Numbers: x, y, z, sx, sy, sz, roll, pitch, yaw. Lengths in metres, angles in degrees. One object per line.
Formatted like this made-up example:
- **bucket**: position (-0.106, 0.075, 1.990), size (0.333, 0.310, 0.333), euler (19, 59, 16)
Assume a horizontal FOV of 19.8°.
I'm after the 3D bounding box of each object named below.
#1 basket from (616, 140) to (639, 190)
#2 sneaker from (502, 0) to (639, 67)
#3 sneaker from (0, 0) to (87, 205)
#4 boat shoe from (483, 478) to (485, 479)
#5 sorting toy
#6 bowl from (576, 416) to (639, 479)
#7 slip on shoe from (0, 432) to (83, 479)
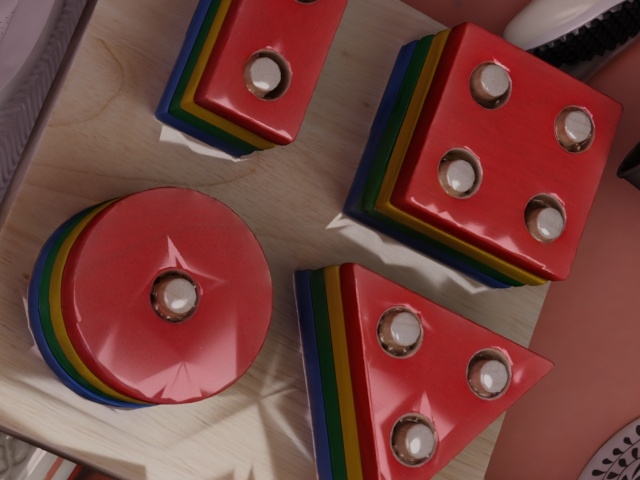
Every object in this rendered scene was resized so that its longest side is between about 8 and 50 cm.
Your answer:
- **basket**: position (0.285, -0.013, 0.833), size (0.204, 0.154, 0.227), euler (-41, 91, 10)
- **sneaker**: position (0.150, -0.149, 0.896), size (0.161, 0.057, 0.075), euler (-33, 73, 15)
- **sneaker**: position (-0.186, -0.033, 0.879), size (0.169, 0.293, 0.108), euler (-6, 136, 39)
- **boat shoe**: position (0.088, 0.202, 0.927), size (0.098, 0.109, 0.302), euler (-10, 87, -8)
- **sorting toy**: position (0.000, 0.000, 0.809), size (0.257, 0.089, 0.256), euler (26, 75, -21)
- **bowl**: position (0.200, 0.168, 0.907), size (0.170, 0.080, 0.170), euler (1, 97, 12)
- **slip on shoe**: position (-0.090, 0.033, 0.897), size (0.123, 0.101, 0.331), euler (24, 78, 48)
